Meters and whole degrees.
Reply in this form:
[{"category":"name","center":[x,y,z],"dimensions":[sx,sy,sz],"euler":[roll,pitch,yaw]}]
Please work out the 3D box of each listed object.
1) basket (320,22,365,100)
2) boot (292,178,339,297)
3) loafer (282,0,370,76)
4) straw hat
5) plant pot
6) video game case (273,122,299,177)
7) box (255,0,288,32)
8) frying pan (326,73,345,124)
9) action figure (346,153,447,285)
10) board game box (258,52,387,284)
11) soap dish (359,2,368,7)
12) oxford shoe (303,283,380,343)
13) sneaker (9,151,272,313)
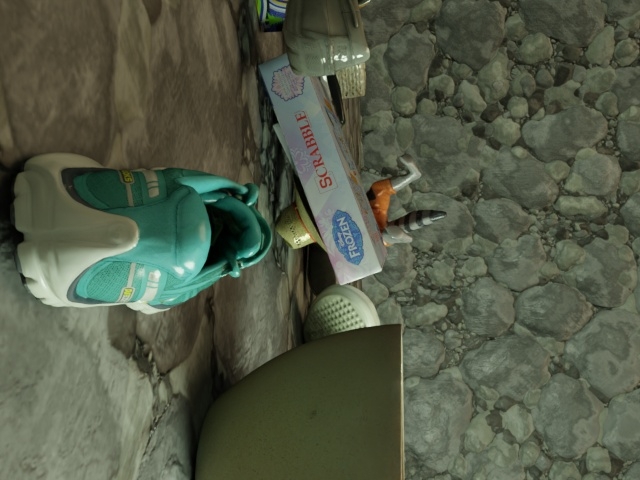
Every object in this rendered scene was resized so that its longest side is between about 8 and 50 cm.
[{"category":"basket","center":[0.051,-0.421,1.566],"dimensions":[0.113,0.103,0.167],"euler":[-83,168,-52]},{"category":"boot","center":[-0.002,0.001,1.232],"dimensions":[0.208,0.076,0.190],"euler":[88,-10,-71]},{"category":"loafer","center":[0.024,-0.341,0.879],"dimensions":[0.112,0.111,0.320],"euler":[76,17,-61]},{"category":"straw hat","center":[-0.034,-0.022,1.002],"dimensions":[0.144,0.061,0.144],"euler":[61,8,-14]},{"category":"plant pot","center":[-0.013,0.225,0.662],"dimensions":[0.284,0.190,0.284],"euler":[-1,90,-83]},{"category":"video game case","center":[-0.041,-0.135,1.054],"dimensions":[0.087,0.011,0.122],"euler":[65,7,2]},{"category":"box","center":[-0.061,-0.360,0.879],"dimensions":[0.169,0.054,0.059],"euler":[83,10,-46]},{"category":"frying pan","center":[-0.012,-0.367,1.117],"dimensions":[0.197,0.053,0.326],"euler":[-82,161,-65]},{"category":"action figure","center":[0.100,0.028,1.406],"dimensions":[0.330,0.178,0.341],"euler":[-44,-141,52]},{"category":"board game box","center":[0.018,-0.104,1.051],"dimensions":[0.318,0.065,0.318],"euler":[-16,86,-82]},{"category":"soap dish","center":[0.065,-0.731,1.655],"dimensions":[0.229,0.118,0.291],"euler":[-83,170,-47]},{"category":"oxford shoe","center":[0.070,0.220,1.298],"dimensions":[0.130,0.169,0.449],"euler":[-44,146,-28]},{"category":"sneaker","center":[-0.085,0.001,0.442],"dimensions":[0.275,0.110,0.107],"euler":[-25,114,-83]}]
